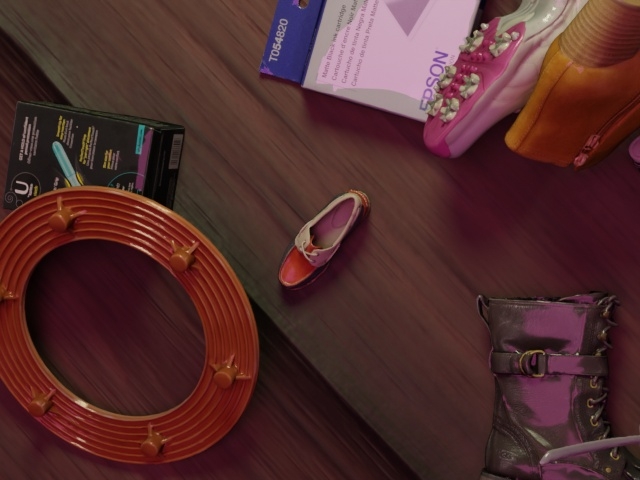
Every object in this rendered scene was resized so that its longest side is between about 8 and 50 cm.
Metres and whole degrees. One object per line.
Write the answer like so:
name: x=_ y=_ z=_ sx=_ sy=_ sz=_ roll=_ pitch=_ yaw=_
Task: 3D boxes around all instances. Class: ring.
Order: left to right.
ring: x=-0.227 y=0.101 z=1.673 sx=0.336 sy=0.032 sz=0.336 roll=8 pitch=117 yaw=17

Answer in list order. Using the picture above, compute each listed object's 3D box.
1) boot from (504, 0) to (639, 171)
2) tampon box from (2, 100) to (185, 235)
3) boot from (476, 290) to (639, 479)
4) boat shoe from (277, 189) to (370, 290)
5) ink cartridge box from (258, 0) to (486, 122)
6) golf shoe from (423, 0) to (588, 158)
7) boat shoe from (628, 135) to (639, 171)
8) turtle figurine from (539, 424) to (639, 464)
boot: x=0.328 y=-0.162 z=1.518 sx=0.104 sy=0.295 sz=0.211 roll=63 pitch=141 yaw=34
tampon box: x=-0.247 y=-0.080 z=1.691 sx=0.161 sy=0.101 sz=0.120 roll=12 pitch=97 yaw=14
boot: x=0.278 y=0.166 z=1.578 sx=0.263 sy=0.091 sz=0.229 roll=7 pitch=89 yaw=9
boat shoe: x=0.000 y=0.000 z=1.662 sx=0.049 sy=0.043 sz=0.137 roll=44 pitch=104 yaw=6
ink cartridge box: x=0.059 y=-0.253 z=1.631 sx=0.224 sy=0.045 sz=0.223 roll=17 pitch=97 yaw=13
golf shoe: x=0.230 y=-0.188 z=1.547 sx=0.140 sy=0.115 sz=0.306 roll=36 pitch=100 yaw=-22
boat shoe: x=0.374 y=-0.104 z=1.561 sx=0.125 sy=0.038 sz=0.046 roll=-29 pitch=45 yaw=9
turtle figurine: x=0.407 y=0.209 z=1.442 sx=0.275 sy=0.198 sz=0.266 roll=48 pitch=67 yaw=-20
